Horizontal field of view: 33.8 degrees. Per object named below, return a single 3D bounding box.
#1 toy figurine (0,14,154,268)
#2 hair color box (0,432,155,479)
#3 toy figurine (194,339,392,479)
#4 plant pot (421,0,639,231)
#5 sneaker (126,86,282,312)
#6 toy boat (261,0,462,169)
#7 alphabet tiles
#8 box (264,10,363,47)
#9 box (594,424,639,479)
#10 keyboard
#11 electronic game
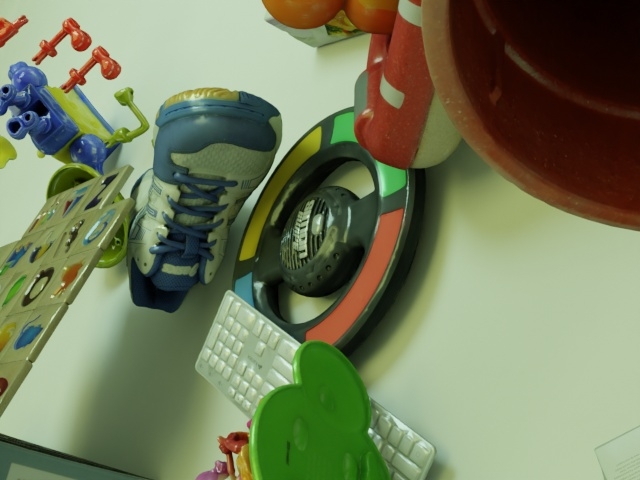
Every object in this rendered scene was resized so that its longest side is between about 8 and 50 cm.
[{"bbox_3d":[-0.282,-0.141,1.274,0.191,0.217,0.362,-44,80,8],"label":"toy figurine"},{"bbox_3d":[-0.334,0.243,1.034,0.374,0.185,0.113,-6,64,54],"label":"hair color box"},{"bbox_3d":[-0.050,0.166,0.672,0.159,0.130,0.173,-33,33,28],"label":"toy figurine"},{"bbox_3d":[0.184,-0.189,0.505,0.272,0.272,0.265,-38,33,37],"label":"plant pot"},{"bbox_3d":[-0.106,-0.024,0.926,0.296,0.112,0.131,127,149,-63],"label":"sneaker"},{"bbox_3d":[0.035,-0.164,0.692,0.151,0.151,0.231,-87,6,-47],"label":"toy boat"},{"bbox_3d":[-0.296,0.075,0.964,0.285,0.011,0.342,-14,40,48],"label":"alphabet tiles"},{"bbox_3d":[0.068,-0.222,0.861,0.324,0.063,0.067,-3,69,55],"label":"box"},{"bbox_3d":[0.202,0.146,0.443,0.145,0.038,0.186,-40,39,35],"label":"box"},{"bbox_3d":[-0.014,0.117,0.755,0.256,0.014,0.072,32,108,47],"label":"keyboard"},{"bbox_3d":[0.000,0.000,0.830,0.229,0.048,0.229,-35,43,40],"label":"electronic game"}]
